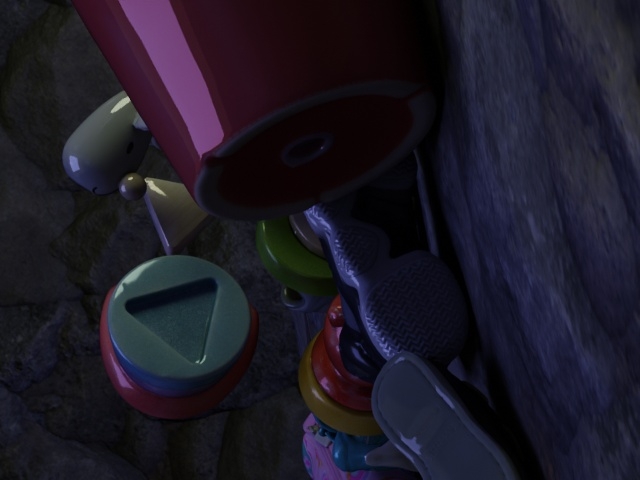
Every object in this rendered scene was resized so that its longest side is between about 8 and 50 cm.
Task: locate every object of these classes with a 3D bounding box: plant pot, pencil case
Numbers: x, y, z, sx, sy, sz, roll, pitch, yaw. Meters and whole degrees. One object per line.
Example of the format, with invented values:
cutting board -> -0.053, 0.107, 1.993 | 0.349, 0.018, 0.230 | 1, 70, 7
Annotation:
plant pot -> -0.046, -0.165, 1.361 | 0.275, 0.275, 0.243 | 91, 159, -67
pencil case -> 0.051, 0.274, 1.889 | 0.284, 0.124, 0.124 | -113, 13, -64

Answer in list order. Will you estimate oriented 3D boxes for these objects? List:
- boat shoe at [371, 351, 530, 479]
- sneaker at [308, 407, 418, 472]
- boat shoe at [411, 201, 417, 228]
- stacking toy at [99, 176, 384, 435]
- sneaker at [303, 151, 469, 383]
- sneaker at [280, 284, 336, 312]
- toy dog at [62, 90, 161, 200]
boat shoe -> 0.114, 0.168, 1.280 | 0.081, 0.069, 0.227 | -50, 42, 20
sneaker -> 0.039, 0.151, 1.818 | 0.275, 0.110, 0.107 | -113, 12, -70
boat shoe -> 0.049, -0.024, 1.564 | 0.076, 0.080, 0.228 | -156, 47, -82
stacking toy -> -0.050, 0.029, 1.689 | 0.130, 0.309, 0.279 | 102, 168, -58
sneaker -> 0.040, 0.016, 1.476 | 0.153, 0.101, 0.268 | 94, 159, -58
sneaker -> 0.000, 0.001, 1.954 | 0.271, 0.108, 0.100 | 88, 172, -54
toy dog -> -0.079, -0.150, 1.692 | 0.161, 0.220, 0.333 | 48, 120, 21
